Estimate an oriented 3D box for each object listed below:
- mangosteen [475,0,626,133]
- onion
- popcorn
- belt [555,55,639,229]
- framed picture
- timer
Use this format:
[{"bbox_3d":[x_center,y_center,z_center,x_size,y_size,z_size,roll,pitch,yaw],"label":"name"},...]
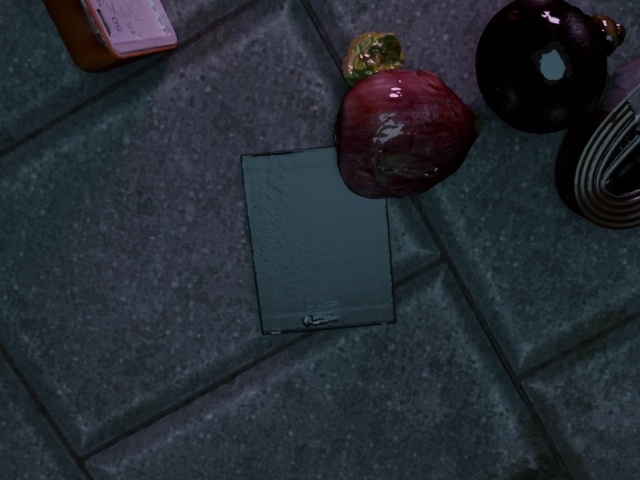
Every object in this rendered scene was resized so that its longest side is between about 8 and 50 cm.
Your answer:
[{"bbox_3d":[0.386,-0.295,1.356,0.265,0.228,0.228,-20,101,-12],"label":"mangosteen"},{"bbox_3d":[0.167,-0.171,1.396,0.283,0.120,0.227,-12,125,-13],"label":"onion"},{"bbox_3d":[0.088,-0.309,1.414,0.109,0.089,0.097,-25,89,7],"label":"popcorn"},{"bbox_3d":[0.558,-0.177,1.431,0.217,0.122,0.339,37,100,-9],"label":"belt"},{"bbox_3d":[0.000,0.000,1.506,0.255,0.014,0.339,-6,100,1],"label":"framed picture"},{"bbox_3d":[-0.365,-0.396,1.302,0.161,0.250,0.257,-24,100,4],"label":"timer"}]
